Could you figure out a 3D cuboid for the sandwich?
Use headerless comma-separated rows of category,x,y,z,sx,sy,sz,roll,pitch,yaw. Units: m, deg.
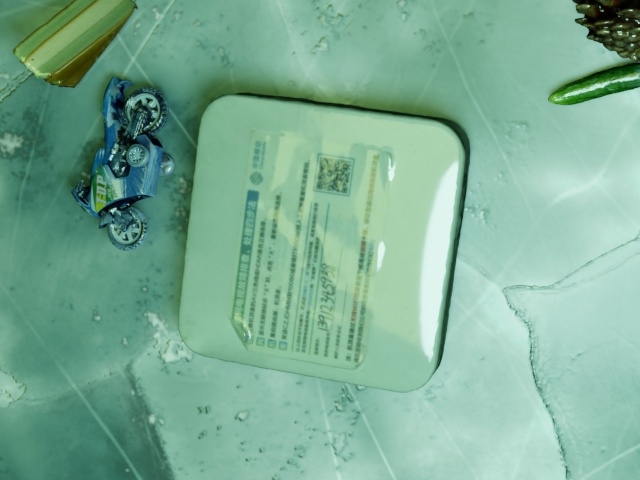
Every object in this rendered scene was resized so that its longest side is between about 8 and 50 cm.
sandwich,-0.362,-0.312,1.902,0.079,0.113,0.163,44,103,6

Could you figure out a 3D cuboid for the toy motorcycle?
toy motorcycle,-0.301,-0.116,1.923,0.135,0.092,0.254,10,89,22

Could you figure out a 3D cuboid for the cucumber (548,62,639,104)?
cucumber,0.396,-0.218,1.768,0.168,0.039,0.039,-15,92,17

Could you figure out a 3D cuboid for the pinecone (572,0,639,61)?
pinecone,0.427,-0.342,1.683,0.184,0.179,0.204,15,82,-10

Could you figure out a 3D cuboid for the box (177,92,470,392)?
box,0.000,-0.001,1.850,0.397,0.111,0.396,10,97,13
